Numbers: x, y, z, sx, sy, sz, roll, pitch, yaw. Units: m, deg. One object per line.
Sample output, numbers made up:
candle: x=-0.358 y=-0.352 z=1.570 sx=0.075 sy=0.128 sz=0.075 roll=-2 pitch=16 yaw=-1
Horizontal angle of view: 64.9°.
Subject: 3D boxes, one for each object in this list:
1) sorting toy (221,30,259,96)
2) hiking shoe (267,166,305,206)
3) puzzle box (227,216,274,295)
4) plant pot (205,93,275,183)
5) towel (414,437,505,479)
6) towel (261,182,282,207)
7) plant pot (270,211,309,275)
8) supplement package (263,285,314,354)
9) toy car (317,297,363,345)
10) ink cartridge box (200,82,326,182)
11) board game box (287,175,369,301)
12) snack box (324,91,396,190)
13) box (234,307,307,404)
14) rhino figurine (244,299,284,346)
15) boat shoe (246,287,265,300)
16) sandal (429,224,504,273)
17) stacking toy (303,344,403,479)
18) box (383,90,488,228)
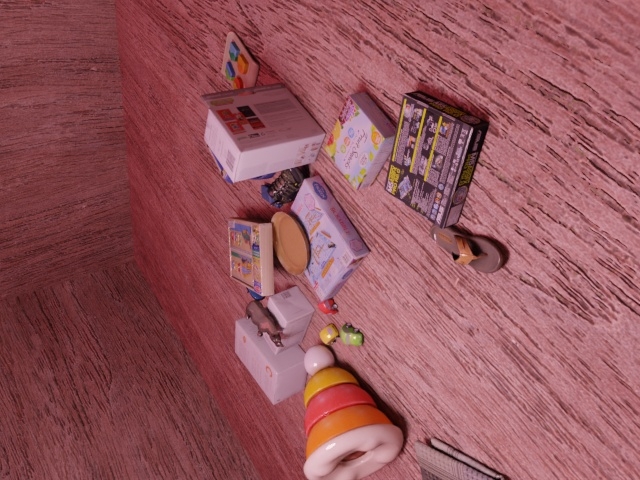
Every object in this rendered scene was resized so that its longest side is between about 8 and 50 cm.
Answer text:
sorting toy: x=-0.306 y=-0.631 z=1.857 sx=0.208 sy=0.038 sz=0.193 roll=55 pitch=144 yaw=23
hiking shoe: x=-0.121 y=-0.184 z=1.715 sx=0.086 sy=0.114 sz=0.226 roll=52 pitch=160 yaw=20
puzzle box: x=-0.284 y=0.052 z=2.003 sx=0.409 sy=0.052 sz=0.271 roll=11 pitch=105 yaw=63
plant pot: x=-0.269 y=-0.352 z=1.790 sx=0.235 sy=0.212 sz=0.236 roll=62 pitch=148 yaw=12
towel: x=0.433 y=0.769 z=1.505 sx=0.324 sy=0.056 sz=0.311 roll=5 pitch=114 yaw=53
towel: x=-0.185 y=-0.172 z=1.931 sx=0.119 sy=0.029 sz=0.067 roll=33 pitch=132 yaw=43
plant pot: x=-0.104 y=0.009 z=1.781 sx=0.236 sy=0.033 sz=0.236 roll=33 pitch=132 yaw=45
supplement package: x=-0.139 y=0.323 z=2.021 sx=0.133 sy=0.139 sz=0.244 roll=51 pitch=142 yaw=28
toy car: x=0.062 y=0.313 z=1.796 sx=0.225 sy=0.053 sz=0.238 roll=27 pitch=128 yaw=48
ink cartridge box: x=-0.191 y=-0.349 z=1.582 sx=0.271 sy=0.310 sz=0.130 roll=54 pitch=145 yaw=24
board game box: x=0.000 y=0.000 z=1.710 sx=0.317 sy=0.066 sz=0.318 roll=58 pitch=146 yaw=18
snack box: x=0.112 y=-0.273 z=1.396 sx=0.174 sy=0.070 sz=0.207 roll=56 pitch=146 yaw=22
box: x=-0.222 y=0.504 z=2.215 sx=0.345 sy=0.168 sz=0.214 roll=43 pitch=138 yaw=37
rhino figurine: x=-0.211 y=0.325 z=1.934 sx=0.243 sy=0.073 sz=0.106 roll=44 pitch=141 yaw=34
boat shoe: x=-0.297 y=0.164 z=2.233 sx=0.089 sy=0.109 sz=0.258 roll=103 pitch=152 yaw=-50
sandal: x=0.341 y=0.017 z=1.217 sx=0.219 sy=0.060 sz=0.089 roll=37 pitch=135 yaw=42
stacking toy: x=0.053 y=0.583 z=1.802 sx=0.479 sy=0.351 sz=0.350 roll=-115 pitch=28 yaw=-44
box: x=0.267 y=-0.195 z=1.216 sx=0.216 sy=0.060 sz=0.269 roll=41 pitch=137 yaw=39
